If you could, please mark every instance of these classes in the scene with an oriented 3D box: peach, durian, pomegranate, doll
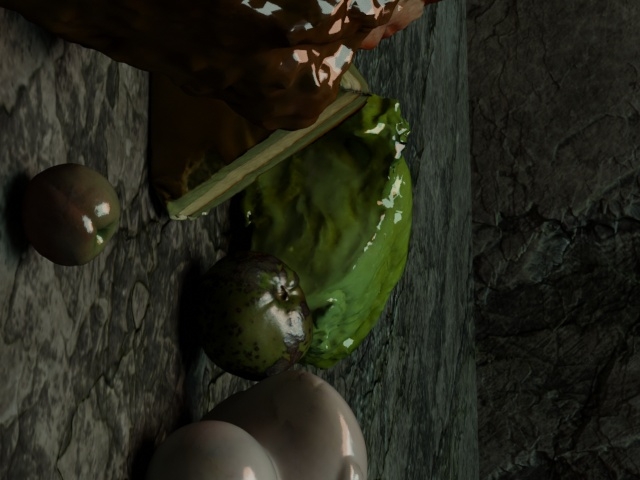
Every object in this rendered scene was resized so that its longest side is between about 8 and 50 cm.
[{"bbox_3d":[-0.200,-0.021,1.338,0.083,0.083,0.083,2,90,-77],"label":"peach"},{"bbox_3d":[0.000,0.000,1.984,0.340,0.204,0.256,86,25,-60],"label":"durian"},{"bbox_3d":[-0.070,0.079,1.799,0.138,0.125,0.163,58,2,5],"label":"pomegranate"},{"bbox_3d":[-0.075,0.233,1.686,0.251,0.221,0.221,-50,156,-12],"label":"doll"}]

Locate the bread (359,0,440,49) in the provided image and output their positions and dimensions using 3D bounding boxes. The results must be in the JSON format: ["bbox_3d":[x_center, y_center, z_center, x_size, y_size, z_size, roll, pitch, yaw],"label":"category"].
[{"bbox_3d":[0.059,-0.388,1.884,0.295,0.327,0.114,53,3,15],"label":"bread"}]

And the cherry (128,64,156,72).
[{"bbox_3d":[-0.126,-0.267,1.363,0.300,0.203,0.230,56,46,-39],"label":"cherry"}]

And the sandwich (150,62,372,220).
[{"bbox_3d":[-0.101,-0.164,1.692,0.198,0.227,0.155,57,12,9],"label":"sandwich"}]

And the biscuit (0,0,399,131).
[{"bbox_3d":[-0.110,-0.293,1.129,0.395,0.166,0.343,19,63,-38],"label":"biscuit"}]
